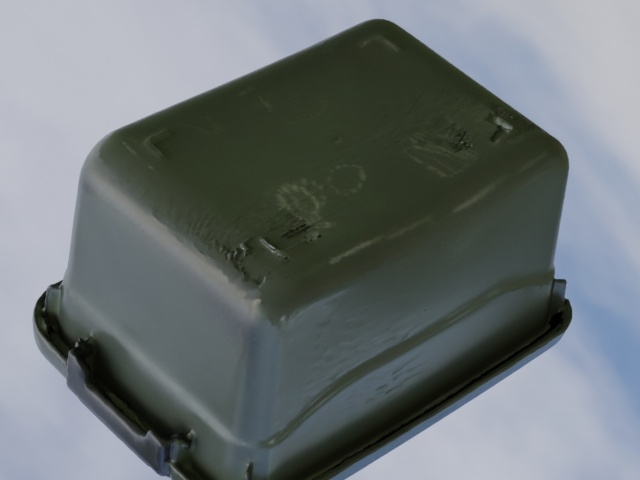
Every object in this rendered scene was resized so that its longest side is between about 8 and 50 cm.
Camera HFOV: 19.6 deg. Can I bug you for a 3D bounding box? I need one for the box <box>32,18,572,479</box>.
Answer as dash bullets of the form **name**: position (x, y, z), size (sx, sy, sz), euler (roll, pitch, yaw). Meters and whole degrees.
- **box**: position (0.000, 0.000, 0.620), size (0.172, 0.093, 0.124), euler (-28, -127, -35)
